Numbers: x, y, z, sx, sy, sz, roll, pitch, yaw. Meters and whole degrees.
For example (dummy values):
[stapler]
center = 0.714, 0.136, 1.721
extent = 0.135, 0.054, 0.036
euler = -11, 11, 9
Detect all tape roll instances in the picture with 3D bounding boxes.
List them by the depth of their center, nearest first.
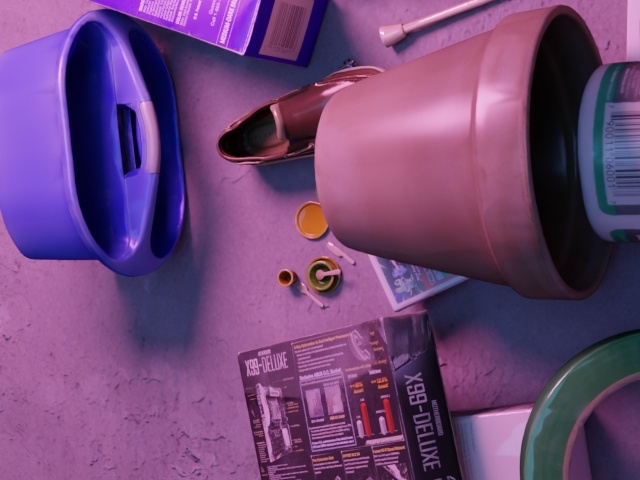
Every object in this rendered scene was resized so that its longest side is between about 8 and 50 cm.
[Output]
[tape roll]
center = 0.383, 0.257, 1.836
extent = 0.321, 0.077, 0.321
euler = 0, 89, 1

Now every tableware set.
[tableware set]
center = 0.000, 0.000, 2.104
extent = 0.104, 0.024, 0.154
euler = 39, 106, 20

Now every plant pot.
[plant pot]
center = 0.157, -0.092, 1.870
extent = 0.280, 0.323, 0.323
euler = -2, 90, 26

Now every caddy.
[caddy]
center = -0.279, -0.120, 2.116
extent = 0.179, 0.241, 0.341
euler = -8, 88, 29

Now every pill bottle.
[pill bottle]
center = 0.475, -0.099, 1.783
extent = 0.361, 0.204, 0.204
euler = 0, 91, 24

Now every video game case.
[video game case]
center = 0.131, -0.041, 2.015
extent = 0.183, 0.023, 0.201
euler = -25, 83, 8

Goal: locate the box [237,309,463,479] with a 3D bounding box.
[box]
center = 0.031, 0.227, 1.992
extent = 0.307, 0.076, 0.242
euler = -19, 81, 52

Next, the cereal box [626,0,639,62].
[cereal box]
center = 0.467, -0.274, 1.871
extent = 0.240, 0.047, 0.173
euler = 1, 91, 25

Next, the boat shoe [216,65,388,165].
[boat shoe]
center = -0.021, -0.143, 2.046
extent = 0.257, 0.095, 0.095
euler = -22, 84, 36

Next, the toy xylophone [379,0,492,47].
[toy xylophone]
center = 0.121, -0.380, 2.012
extent = 0.322, 0.081, 0.236
euler = -25, 81, 23

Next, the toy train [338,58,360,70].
[toy train]
center = 0.063, -0.156, 2.066
extent = 0.027, 0.036, 0.158
euler = -30, 78, 22

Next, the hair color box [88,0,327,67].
[hair color box]
center = -0.182, -0.321, 2.098
extent = 0.339, 0.185, 0.110
euler = 20, 99, 23

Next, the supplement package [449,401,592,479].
[supplement package]
center = 0.216, 0.250, 1.961
extent = 0.179, 0.105, 0.105
euler = -9, 88, 25
